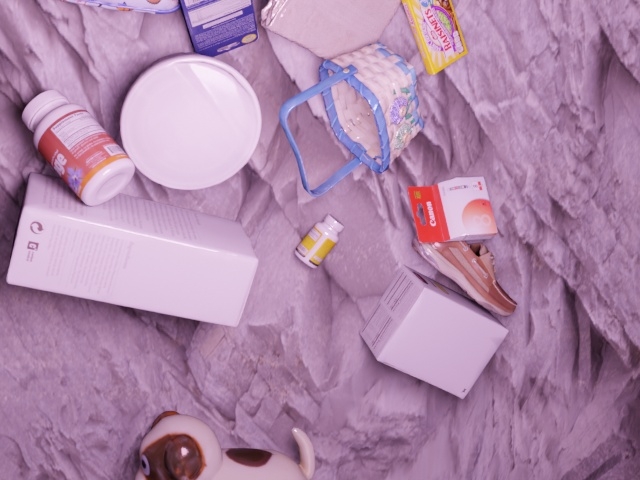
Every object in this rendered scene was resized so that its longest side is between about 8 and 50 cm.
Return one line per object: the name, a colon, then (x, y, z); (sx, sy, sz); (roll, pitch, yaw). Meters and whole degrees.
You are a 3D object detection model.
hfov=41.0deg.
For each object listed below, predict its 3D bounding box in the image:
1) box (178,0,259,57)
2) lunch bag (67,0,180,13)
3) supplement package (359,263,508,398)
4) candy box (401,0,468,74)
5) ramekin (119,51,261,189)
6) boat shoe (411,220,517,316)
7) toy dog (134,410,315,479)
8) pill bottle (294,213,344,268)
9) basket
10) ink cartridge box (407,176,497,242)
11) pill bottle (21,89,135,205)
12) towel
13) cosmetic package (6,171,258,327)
box: (-0.194, -0.435, 1.636); (0.136, 0.037, 0.225); (-23, 160, -7)
lunch bag: (-0.380, -0.547, 1.542); (0.303, 0.115, 0.243); (4, 117, -25)
supplement package: (0.266, 0.215, 2.021); (0.261, 0.145, 0.204); (27, 102, -24)
candy box: (0.237, -0.464, 1.798); (0.105, 0.027, 0.206); (-34, 117, -18)
ramekin: (-0.259, -0.246, 1.691); (0.272, 0.127, 0.273); (-6, 117, -12)
boat shoe: (0.360, 0.064, 2.005); (0.324, 0.123, 0.116); (37, 95, -26)
toy dog: (-0.233, 0.559, 1.943); (0.408, 0.284, 0.395); (37, 97, -23)
pill bottle: (0.000, 0.000, 1.905); (0.065, 0.065, 0.116); (36, 98, -25)
basket: (0.061, -0.247, 1.726); (0.289, 0.201, 0.255); (-34, 143, -10)
ink cartridge box: (0.298, -0.071, 1.929); (0.179, 0.045, 0.145); (-2, 67, -17)
pill bottle: (-0.465, -0.180, 1.629); (0.121, 0.121, 0.216); (-44, 80, 4)
towel: (0.022, -0.456, 1.705); (0.282, 0.049, 0.187); (19, 107, -43)
cosmetic package: (-0.375, 0.018, 1.716); (0.453, 0.230, 0.162); (13, 107, -19)
